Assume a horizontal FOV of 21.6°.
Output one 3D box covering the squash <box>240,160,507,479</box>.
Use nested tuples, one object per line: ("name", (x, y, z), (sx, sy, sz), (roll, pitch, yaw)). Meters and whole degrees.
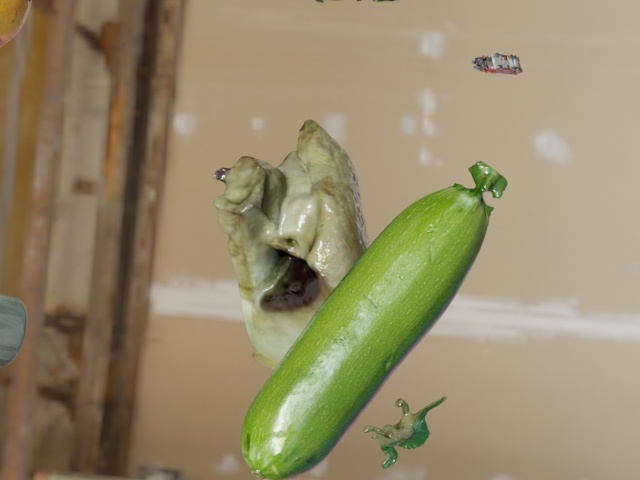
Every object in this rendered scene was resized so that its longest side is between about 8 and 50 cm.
("squash", (0.052, 0.073, 1.581), (0.378, 0.101, 0.101), (-52, -24, -15))

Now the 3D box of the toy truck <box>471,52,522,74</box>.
("toy truck", (0.223, -0.221, 2.104), (0.083, 0.032, 0.024), (-2, -102, -54))

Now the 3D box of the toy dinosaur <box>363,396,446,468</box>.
("toy dinosaur", (0.095, 0.198, 1.779), (0.060, 0.120, 0.029), (35, -152, -30))

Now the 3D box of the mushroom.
("mushroom", (0.006, -0.001, 1.997), (0.217, 0.212, 0.292), (-49, -46, -32))

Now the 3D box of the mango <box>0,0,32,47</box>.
("mango", (-0.489, -0.368, 2.291), (0.160, 0.191, 0.290), (94, 171, -61))

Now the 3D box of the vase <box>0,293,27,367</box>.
("vase", (-0.451, 0.083, 1.931), (0.214, 0.086, 0.086), (18, -107, -34))

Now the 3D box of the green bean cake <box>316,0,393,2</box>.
("green bean cake", (0.031, -0.335, 1.929), (0.193, 0.208, 0.107), (0, -89, -48))
